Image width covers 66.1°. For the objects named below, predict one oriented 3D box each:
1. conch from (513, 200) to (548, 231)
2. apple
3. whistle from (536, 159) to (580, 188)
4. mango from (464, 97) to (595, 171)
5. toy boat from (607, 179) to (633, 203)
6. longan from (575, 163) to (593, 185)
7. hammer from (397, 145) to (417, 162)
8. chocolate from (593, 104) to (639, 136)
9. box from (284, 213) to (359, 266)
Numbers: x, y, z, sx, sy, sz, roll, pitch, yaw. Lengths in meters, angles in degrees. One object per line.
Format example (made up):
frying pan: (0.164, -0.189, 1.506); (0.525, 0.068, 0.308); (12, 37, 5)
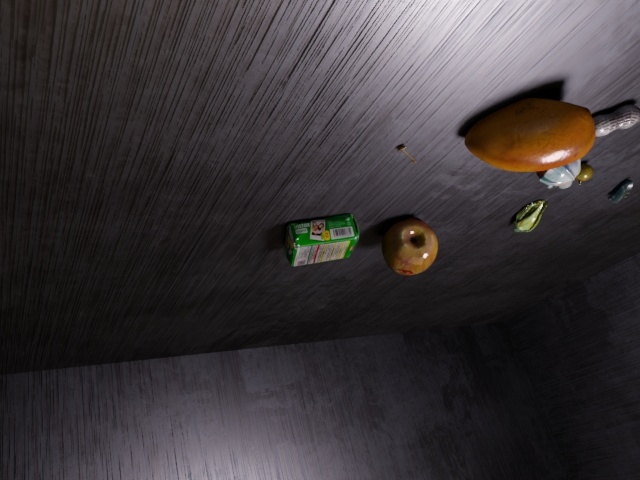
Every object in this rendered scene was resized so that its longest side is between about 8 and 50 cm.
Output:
conch: (0.888, -0.094, 2.108); (0.095, 0.079, 0.200); (1, 135, -7)
apple: (0.337, 0.025, 1.866); (0.211, 0.210, 0.187); (-14, 155, -7)
whistle: (0.844, -0.246, 1.733); (0.346, 0.134, 0.142); (10, 104, -60)
mango: (0.596, -0.301, 1.411); (0.351, 0.199, 0.201); (-6, 126, 7)
toy boat: (1.311, -0.217, 2.133); (0.060, 0.055, 0.141); (-6, 153, -4)
longan: (0.985, -0.247, 1.850); (0.075, 0.083, 0.075); (10, -177, -1)
hammer: (0.265, -0.257, 1.478); (0.029, 0.014, 0.123); (-20, 158, 27)
chocolate: (0.935, -0.381, 1.564); (0.167, 0.072, 0.072); (-19, 154, 9)
box: (0.000, 0.000, 1.734); (0.250, 0.102, 0.180); (-8, 153, -15)
